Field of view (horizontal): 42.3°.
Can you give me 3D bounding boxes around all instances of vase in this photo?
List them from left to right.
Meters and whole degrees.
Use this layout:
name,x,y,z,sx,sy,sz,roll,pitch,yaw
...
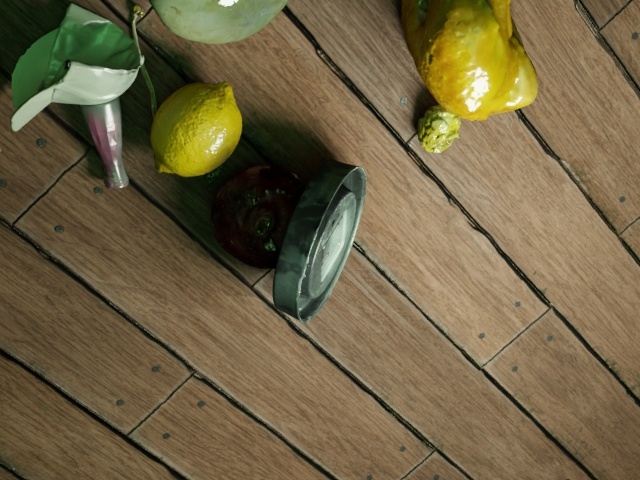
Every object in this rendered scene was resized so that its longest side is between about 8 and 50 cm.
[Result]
name,x,y,z,sx,sy,sz,roll,pitch,yaw
vase,-0.477,-0.222,1.861,0.086,0.086,0.214,-9,120,-9

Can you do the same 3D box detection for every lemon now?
name,x,y,z,sx,sy,sz,roll,pitch,yaw
lemon,-0.277,-0.244,1.837,0.188,0.188,0.257,35,105,-24

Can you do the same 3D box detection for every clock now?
name,x,y,z,sx,sy,sz,roll,pitch,yaw
clock,0.000,0.000,1.917,0.076,0.386,0.386,20,111,13

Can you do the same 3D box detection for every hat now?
name,x,y,z,sx,sy,sz,roll,pitch,yaw
hat,-0.523,-0.327,1.735,0.301,0.258,0.168,-37,130,17

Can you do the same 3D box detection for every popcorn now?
name,x,y,z,sx,sy,sz,roll,pitch,yaw
popcorn,0.291,-0.269,1.997,0.106,0.116,0.121,-6,116,-30

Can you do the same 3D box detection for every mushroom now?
name,x,y,z,sx,sy,sz,roll,pitch,yaw
mushroom,-0.390,-0.380,1.844,0.026,0.028,0.286,-32,128,-46
mushroom,-0.198,-0.560,1.657,0.352,0.260,0.352,-33,156,-17

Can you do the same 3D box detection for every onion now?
name,x,y,z,sx,sy,sz,roll,pitch,yaw
onion,-0.134,-0.049,1.937,0.252,0.219,0.252,-2,105,-8

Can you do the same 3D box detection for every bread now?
name,x,y,z,sx,sy,sz,roll,pitch,yaw
bread,0.304,-0.447,1.788,0.250,0.394,0.361,-18,120,13

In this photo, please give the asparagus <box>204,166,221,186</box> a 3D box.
name,x,y,z,sx,sy,sz,roll,pitch,yaw
asparagus,-0.239,-0.199,1.950,0.036,0.030,0.165,10,111,-43
